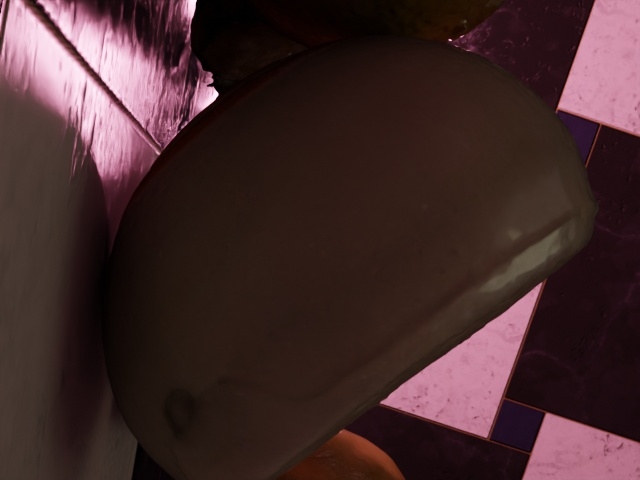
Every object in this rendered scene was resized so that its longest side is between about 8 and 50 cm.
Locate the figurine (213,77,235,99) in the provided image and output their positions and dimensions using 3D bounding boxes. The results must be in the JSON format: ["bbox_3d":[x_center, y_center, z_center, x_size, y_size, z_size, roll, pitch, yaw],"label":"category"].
[{"bbox_3d":[-0.066,-0.145,1.200,0.143,0.068,0.101,171,-63,-71],"label":"figurine"}]

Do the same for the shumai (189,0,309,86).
[{"bbox_3d":[0.003,-0.231,0.899,0.218,0.184,0.185,-23,-98,51],"label":"shumai"}]

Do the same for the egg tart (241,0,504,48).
[{"bbox_3d":[0.017,-0.210,0.708,0.171,0.215,0.215,10,90,-76],"label":"egg tart"}]

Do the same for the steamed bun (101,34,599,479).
[{"bbox_3d":[0.000,0.000,0.716,0.283,0.177,0.283,-36,172,-6],"label":"steamed bun"}]

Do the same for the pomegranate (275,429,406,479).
[{"bbox_3d":[-0.030,0.357,1.464,0.332,0.332,0.333,-171,-90,-89],"label":"pomegranate"}]
